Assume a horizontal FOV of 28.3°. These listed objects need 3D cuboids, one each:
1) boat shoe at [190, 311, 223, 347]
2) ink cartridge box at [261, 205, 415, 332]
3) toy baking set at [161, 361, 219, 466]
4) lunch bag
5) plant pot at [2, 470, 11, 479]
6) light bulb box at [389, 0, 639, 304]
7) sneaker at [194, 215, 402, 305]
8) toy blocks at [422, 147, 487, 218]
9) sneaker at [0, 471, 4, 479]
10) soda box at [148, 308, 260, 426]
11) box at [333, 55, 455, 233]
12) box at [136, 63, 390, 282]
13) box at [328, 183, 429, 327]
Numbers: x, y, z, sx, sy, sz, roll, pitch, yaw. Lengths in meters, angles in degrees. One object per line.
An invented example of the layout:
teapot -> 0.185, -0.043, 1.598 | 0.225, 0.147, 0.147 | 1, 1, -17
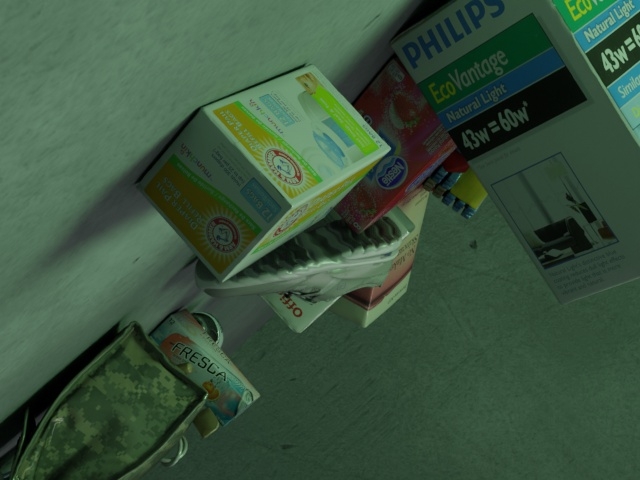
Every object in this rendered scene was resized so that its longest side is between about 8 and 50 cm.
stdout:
boat shoe -> -0.276, 0.243, 2.052 | 0.306, 0.113, 0.105 | -45, 169, 5
ink cartridge box -> 0.000, 0.000, 1.804 | 0.219, 0.160, 0.092 | -42, 177, 12
toy baking set -> -0.254, 0.260, 1.857 | 0.256, 0.030, 0.197 | -16, -138, 17
lunch bag -> -0.303, 0.266, 1.659 | 0.287, 0.169, 0.235 | -46, 178, -16
plant pot -> -0.458, 0.481, 1.920 | 0.271, 0.272, 0.255 | -40, -171, -29
light bulb box -> 0.336, -0.185, 1.436 | 0.358, 0.361, 0.225 | -39, -173, -39
sneaker -> -0.026, 0.048, 1.673 | 0.281, 0.105, 0.115 | -7, 128, -15
toy blocks -> 0.240, -0.156, 1.830 | 0.261, 0.190, 0.381 | -55, 179, -15
sneaker -> -0.507, 0.385, 1.532 | 0.290, 0.106, 0.123 | -54, 171, 10
soda box -> -0.178, 0.192, 1.935 | 0.058, 0.183, 0.063 | -44, 174, 18
box -> 0.103, -0.137, 1.610 | 0.128, 0.123, 0.257 | -37, 173, -42
box -> -0.045, -0.063, 1.098 | 0.103, 0.114, 0.203 | -45, 173, 31
box -> 0.073, -0.007, 2.007 | 0.148, 0.126, 0.232 | -37, 145, -48
